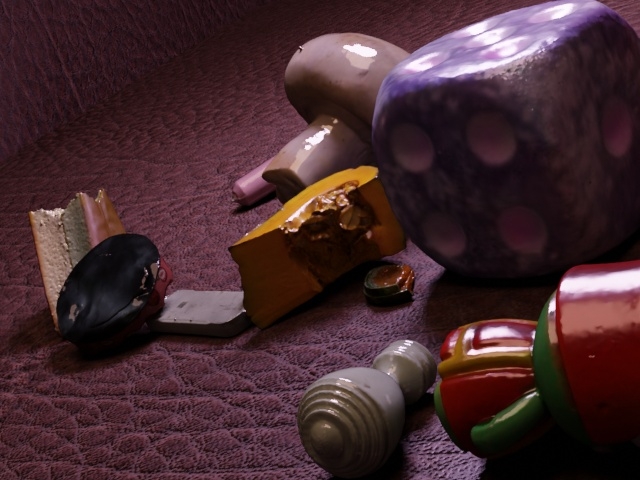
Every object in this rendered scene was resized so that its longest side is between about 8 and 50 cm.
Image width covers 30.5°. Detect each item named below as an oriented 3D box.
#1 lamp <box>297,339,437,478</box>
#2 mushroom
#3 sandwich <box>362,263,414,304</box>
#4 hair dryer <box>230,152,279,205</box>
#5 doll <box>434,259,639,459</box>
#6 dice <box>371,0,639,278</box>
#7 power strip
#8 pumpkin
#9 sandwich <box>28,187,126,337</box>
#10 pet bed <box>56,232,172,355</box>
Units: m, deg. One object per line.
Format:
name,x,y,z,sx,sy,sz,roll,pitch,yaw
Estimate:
lamp,0.052,0.162,1.176,0.106,0.106,0.193,-7,15,37
mushroom,0.044,-0.154,1.782,0.290,0.292,0.292,-51,27,-13
sandwich,0.086,0.054,1.516,0.069,0.026,0.101,-20,19,13
hair dryer,-0.020,-0.172,2.116,0.352,0.125,0.210,-32,19,-6
doll,0.271,0.096,1.006,0.363,0.160,0.182,-11,15,29
dice,0.247,-0.124,1.443,0.271,0.270,0.270,-2,27,45
power strip,-0.168,0.103,1.663,0.227,0.029,0.080,-1,32,46
pumpkin,-0.005,0.001,1.594,0.248,0.131,0.126,-25,19,2
sandwich,-0.387,0.023,1.878,0.108,0.186,0.220,-20,20,14
pet bed,-0.308,0.075,1.730,0.201,0.053,0.201,-19,48,23
